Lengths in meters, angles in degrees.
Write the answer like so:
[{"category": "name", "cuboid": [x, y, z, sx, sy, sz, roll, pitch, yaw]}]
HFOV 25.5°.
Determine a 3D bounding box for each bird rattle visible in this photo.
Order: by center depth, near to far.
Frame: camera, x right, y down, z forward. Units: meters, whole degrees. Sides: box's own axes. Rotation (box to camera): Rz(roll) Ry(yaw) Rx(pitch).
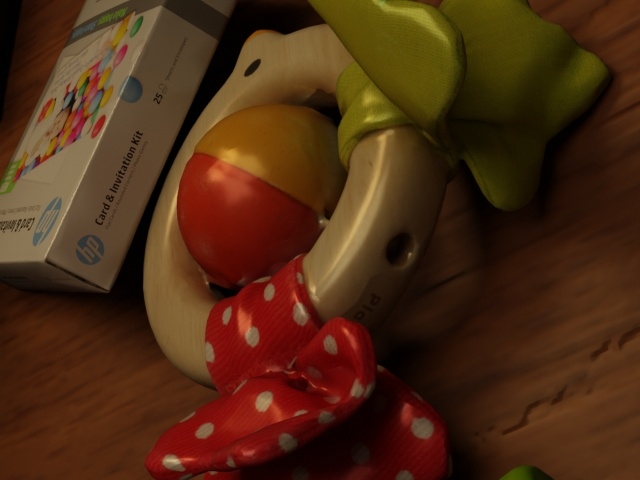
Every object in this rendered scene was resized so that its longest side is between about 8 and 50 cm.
[{"category": "bird rattle", "cuboid": [0.000, 0.000, 0.576, 0.207, 0.143, 0.254, 21, 93, 57]}]

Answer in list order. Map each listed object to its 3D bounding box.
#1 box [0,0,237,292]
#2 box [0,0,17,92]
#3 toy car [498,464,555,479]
[{"category": "box", "cuboid": [-0.106, -0.065, 0.699, 0.145, 0.038, 0.186, -2, 64, 62]}, {"category": "box", "cuboid": [-0.316, -0.135, 0.907, 0.261, 0.103, 0.184, -18, 52, 32]}, {"category": "toy car", "cuboid": [-0.002, 0.137, 0.412, 0.155, 0.188, 0.149, -41, 46, 14]}]
